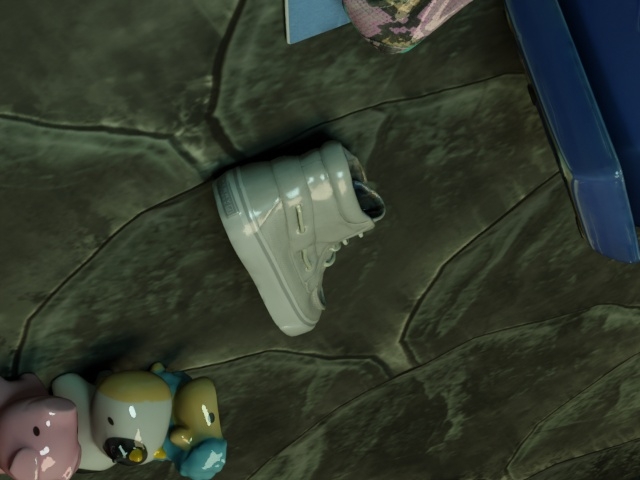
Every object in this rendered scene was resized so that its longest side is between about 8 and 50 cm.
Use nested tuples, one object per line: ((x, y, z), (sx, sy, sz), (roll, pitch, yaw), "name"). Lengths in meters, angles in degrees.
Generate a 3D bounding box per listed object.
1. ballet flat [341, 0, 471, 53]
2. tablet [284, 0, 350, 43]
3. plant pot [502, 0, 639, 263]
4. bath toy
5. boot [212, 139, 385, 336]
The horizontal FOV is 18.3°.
((0.107, -0.214, 1.382), (0.221, 0.077, 0.079), (-34, 134, 19), "ballet flat")
((-0.001, -0.173, 1.437), (0.054, 0.006, 0.083), (-21, 158, -9), "tablet")
((0.271, -0.126, 1.533), (0.212, 0.236, 0.236), (-20, 158, 7), "plant pot")
((-0.252, 0.180, 1.793), (0.348, 0.129, 0.151), (-1, 148, -42), "bath toy")
((0.000, 0.000, 1.690), (0.123, 0.095, 0.258), (-19, 156, 4), "boot")
